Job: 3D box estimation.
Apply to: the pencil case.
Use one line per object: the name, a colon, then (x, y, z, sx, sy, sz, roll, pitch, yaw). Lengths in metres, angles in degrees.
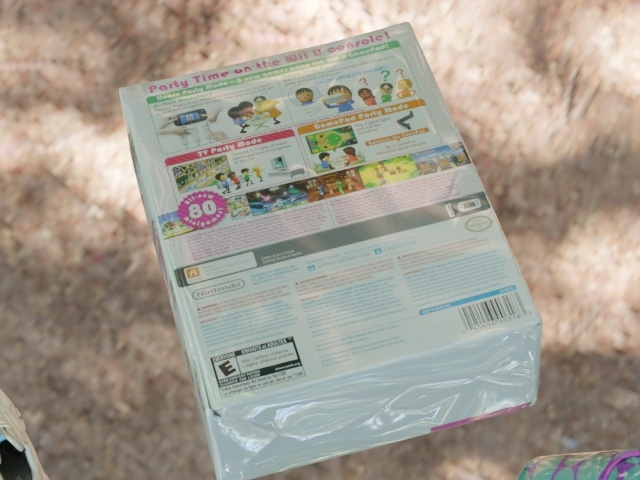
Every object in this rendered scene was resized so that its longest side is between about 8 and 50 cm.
pencil case: (0.215, 0.203, 1.579, 0.064, 0.070, 0.152, 0, 171, -22)

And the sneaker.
sneaker: (-0.328, 0.203, 2.029, 0.190, 0.071, 0.083, 52, 161, 23)

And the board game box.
board game box: (0.000, 0.000, 1.372, 0.224, 0.303, 0.097, -13, 140, -6)
